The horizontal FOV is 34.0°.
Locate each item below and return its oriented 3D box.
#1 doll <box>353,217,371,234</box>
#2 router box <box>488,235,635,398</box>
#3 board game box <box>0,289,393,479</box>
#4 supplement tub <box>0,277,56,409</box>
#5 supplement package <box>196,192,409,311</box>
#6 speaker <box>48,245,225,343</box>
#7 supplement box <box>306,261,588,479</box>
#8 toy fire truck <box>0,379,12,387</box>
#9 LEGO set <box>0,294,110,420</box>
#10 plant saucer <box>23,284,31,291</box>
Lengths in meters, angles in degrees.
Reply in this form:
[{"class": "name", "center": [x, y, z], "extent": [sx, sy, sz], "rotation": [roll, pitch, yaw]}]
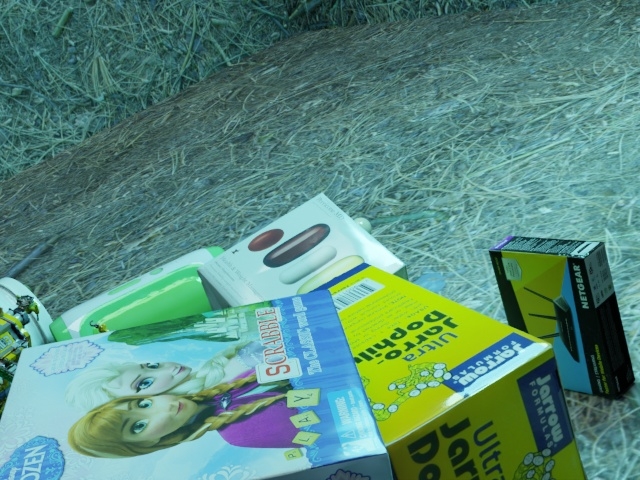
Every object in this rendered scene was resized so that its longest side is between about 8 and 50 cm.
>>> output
[{"class": "doll", "center": [0.000, 0.000, 1.788], "extent": [0.189, 0.046, 0.129], "rotation": [-19, -20, 21]}, {"class": "router box", "center": [0.275, 0.085, 1.198], "extent": [0.046, 0.179, 0.133], "rotation": [-32, 23, -35]}, {"class": "board game box", "center": [-0.119, 0.159, 0.915], "extent": [0.318, 0.066, 0.319], "rotation": [-11, 21, -4]}, {"class": "supplement tub", "center": [-0.568, 0.196, 1.650], "extent": [0.191, 0.191, 0.272], "rotation": [4, 31, 46]}, {"class": "supplement package", "center": [-0.014, 0.082, 1.366], "extent": [0.203, 0.149, 0.194], "rotation": [-32, 47, -18]}, {"class": "speaker", "center": [-0.272, 0.119, 1.669], "extent": [0.296, 0.131, 0.131], "rotation": [-26, 22, -16]}, {"class": "supplement box", "center": [0.083, 0.182, 1.104], "extent": [0.195, 0.194, 0.356], "rotation": [-28, 22, -20]}, {"class": "toy fire truck", "center": [-0.494, 0.249, 1.532], "extent": [0.047, 0.192, 0.135], "rotation": [5, 60, 49]}, {"class": "LEGO set", "center": [-0.264, 0.190, 1.279], "extent": [0.331, 0.255, 0.192], "rotation": [13, 35, 28]}, {"class": "plant saucer", "center": [-0.611, 0.162, 1.852], "extent": [0.241, 0.037, 0.241], "rotation": [-33, -11, -7]}]
